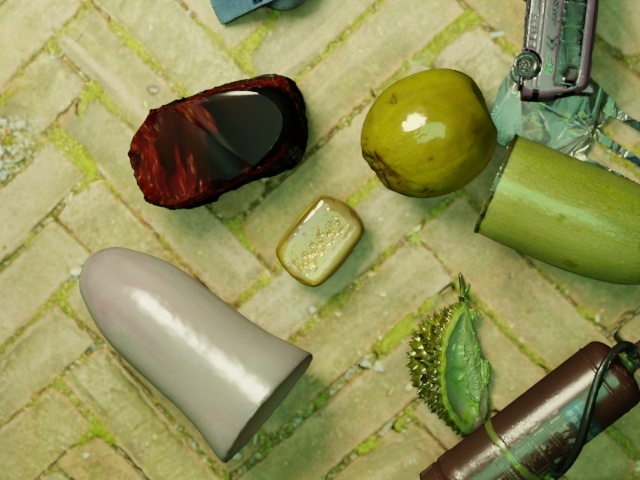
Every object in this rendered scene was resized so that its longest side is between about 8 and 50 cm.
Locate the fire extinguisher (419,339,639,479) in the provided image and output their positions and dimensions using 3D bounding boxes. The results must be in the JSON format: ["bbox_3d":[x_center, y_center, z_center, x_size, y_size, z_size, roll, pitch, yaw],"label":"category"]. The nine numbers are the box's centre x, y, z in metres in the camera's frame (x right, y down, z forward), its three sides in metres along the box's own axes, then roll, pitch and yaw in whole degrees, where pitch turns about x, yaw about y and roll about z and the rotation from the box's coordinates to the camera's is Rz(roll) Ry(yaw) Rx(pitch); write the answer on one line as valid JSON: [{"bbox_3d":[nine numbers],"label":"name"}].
[{"bbox_3d":[0.289,0.230,1.347,0.341,0.141,0.105,-39,48,8],"label":"fire extinguisher"}]

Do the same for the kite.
[{"bbox_3d":[0.328,-0.134,1.338,0.245,0.015,0.141,31,101,7],"label":"kite"}]

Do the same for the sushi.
[{"bbox_3d":[-0.120,-0.125,1.356,0.225,0.126,0.136,-23,94,16],"label":"sushi"}]

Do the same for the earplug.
[{"bbox_3d":[-0.178,0.115,1.378,0.301,0.172,0.172,39,100,8],"label":"earplug"}]

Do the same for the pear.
[{"bbox_3d":[0.129,-0.125,1.304,0.162,0.149,0.149,-31,91,6],"label":"pear"}]

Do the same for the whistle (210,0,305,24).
[{"bbox_3d":[-0.060,-0.319,1.351,0.158,0.090,0.090,-11,96,49],"label":"whistle"}]

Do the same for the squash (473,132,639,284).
[{"bbox_3d":[0.316,-0.024,1.294,0.247,0.132,0.132,22,99,6],"label":"squash"}]

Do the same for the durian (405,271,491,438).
[{"bbox_3d":[0.161,0.153,1.380,0.100,0.086,0.215,-12,100,-24],"label":"durian"}]

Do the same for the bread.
[{"bbox_3d":[0.000,0.000,1.382,0.082,0.056,0.115,36,94,3],"label":"bread"}]

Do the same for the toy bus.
[{"bbox_3d":[0.280,-0.251,1.291,0.098,0.087,0.178,7,92,6],"label":"toy bus"}]
